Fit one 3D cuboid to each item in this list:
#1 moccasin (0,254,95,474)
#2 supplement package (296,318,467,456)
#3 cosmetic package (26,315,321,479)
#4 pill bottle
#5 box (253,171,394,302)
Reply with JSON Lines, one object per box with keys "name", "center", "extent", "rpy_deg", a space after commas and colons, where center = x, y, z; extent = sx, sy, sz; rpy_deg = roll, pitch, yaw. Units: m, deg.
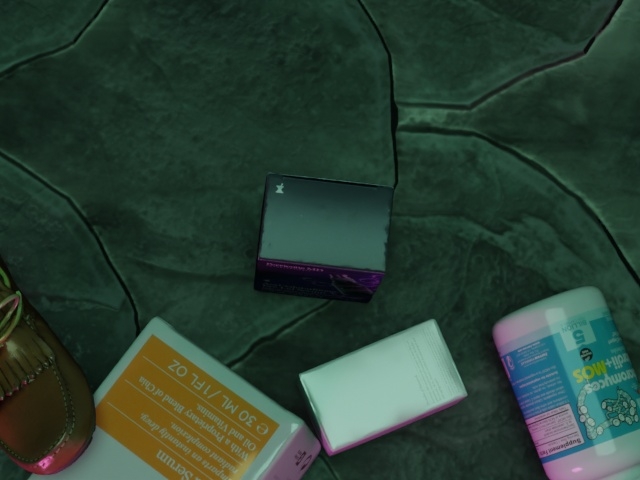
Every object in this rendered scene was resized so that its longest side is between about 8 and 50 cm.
{"name": "moccasin", "center": [-0.375, 0.113, 1.677], "extent": [0.139, 0.147, 0.380], "rpy_deg": [-36, 54, 6]}
{"name": "supplement package", "center": [0.072, 0.181, 1.781], "extent": [0.179, 0.105, 0.105], "rpy_deg": [-22, 81, -8]}
{"name": "cosmetic package", "center": [-0.227, 0.343, 1.686], "extent": [0.230, 0.161, 0.453], "rpy_deg": [33, 79, 17]}
{"name": "pill bottle", "center": [0.318, 0.198, 1.768], "extent": [0.146, 0.146, 0.264], "rpy_deg": [-20, 80, -6]}
{"name": "box", "center": [0.000, 0.000, 1.762], "extent": [0.153, 0.207, 0.108], "rpy_deg": [6, 78, -1]}
